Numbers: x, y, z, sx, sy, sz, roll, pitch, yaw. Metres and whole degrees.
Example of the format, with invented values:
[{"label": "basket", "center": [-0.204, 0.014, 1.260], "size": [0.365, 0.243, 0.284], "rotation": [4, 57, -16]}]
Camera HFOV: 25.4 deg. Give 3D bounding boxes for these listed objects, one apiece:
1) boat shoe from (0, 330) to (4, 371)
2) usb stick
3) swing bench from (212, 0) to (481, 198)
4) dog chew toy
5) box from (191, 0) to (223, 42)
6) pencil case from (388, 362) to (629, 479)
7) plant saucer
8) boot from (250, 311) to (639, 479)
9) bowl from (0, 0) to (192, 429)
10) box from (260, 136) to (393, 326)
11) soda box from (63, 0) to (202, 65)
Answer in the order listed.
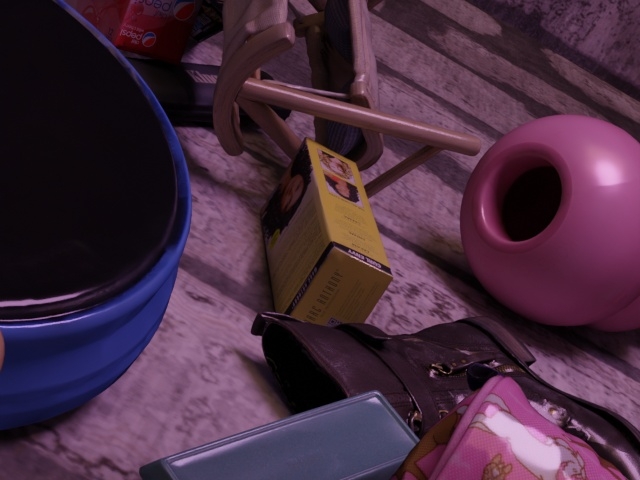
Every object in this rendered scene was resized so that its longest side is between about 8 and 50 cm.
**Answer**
[{"label": "boat shoe", "center": [-0.241, 0.096, 0.540], "size": [0.122, 0.110, 0.341], "rotation": [34, 19, 8]}, {"label": "usb stick", "center": [-0.120, -0.147, 1.409], "size": [0.077, 0.045, 0.278], "rotation": [38, 20, 23]}, {"label": "swing bench", "center": [-0.003, -0.192, 1.331], "size": [0.255, 0.165, 0.253], "rotation": [26, 46, -34]}, {"label": "dog chew toy", "center": [0.288, 0.000, 1.438], "size": [0.332, 0.206, 0.206], "rotation": [20, 21, -48]}, {"label": "box", "center": [-0.163, -0.297, 1.527], "size": [0.175, 0.051, 0.220], "rotation": [41, -7, -12]}, {"label": "pencil case", "center": [0.205, 0.235, 0.792], "size": [0.386, 0.160, 0.167], "rotation": [34, 52, 9]}, {"label": "plant saucer", "center": [-0.014, 0.133, 0.847], "size": [0.192, 0.018, 0.067], "rotation": [-12, 52, -43]}, {"label": "boot", "center": [0.093, 0.136, 0.998], "size": [0.229, 0.091, 0.263], "rotation": [2, 30, -45]}, {"label": "bowl", "center": [-0.251, -0.064, 0.831], "size": [0.391, 0.077, 0.391], "rotation": [25, 35, -19]}, {"label": "box", "center": [0.000, 0.000, 1.169], "size": [0.058, 0.087, 0.232], "rotation": [26, 19, -18]}, {"label": "soda box", "center": [-0.225, -0.260, 1.398], "size": [0.083, 0.092, 0.263], "rotation": [11, 16, -45]}]
